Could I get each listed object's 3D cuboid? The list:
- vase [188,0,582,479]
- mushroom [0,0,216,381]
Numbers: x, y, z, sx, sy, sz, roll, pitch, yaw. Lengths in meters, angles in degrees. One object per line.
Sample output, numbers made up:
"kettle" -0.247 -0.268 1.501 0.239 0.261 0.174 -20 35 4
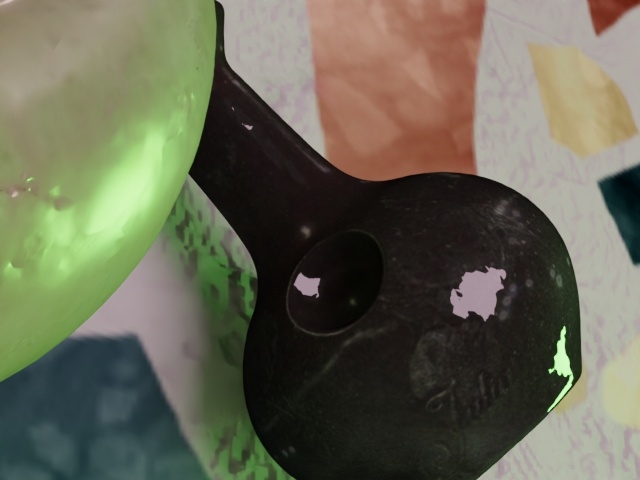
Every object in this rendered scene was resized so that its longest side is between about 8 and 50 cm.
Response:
"vase" 0.000 0.000 0.564 0.183 0.120 0.120 47 41 6
"mushroom" -0.133 -0.077 0.397 0.246 0.202 0.246 20 51 -26
